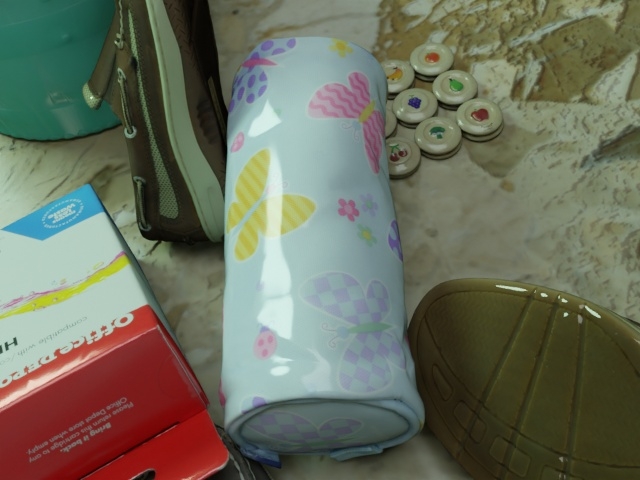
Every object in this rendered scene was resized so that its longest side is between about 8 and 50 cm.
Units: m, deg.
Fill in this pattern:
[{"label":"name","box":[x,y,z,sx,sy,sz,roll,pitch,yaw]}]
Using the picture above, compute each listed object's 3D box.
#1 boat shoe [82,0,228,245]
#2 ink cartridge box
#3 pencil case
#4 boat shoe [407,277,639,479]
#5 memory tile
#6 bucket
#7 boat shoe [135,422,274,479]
[{"label":"boat shoe","box":[-0.121,-0.113,0.564,0.095,0.258,0.095,-9,18,7]},{"label":"ink cartridge box","box":[-0.159,0.071,0.502,0.134,0.078,0.231,-30,38,-10]},{"label":"pencil case","box":[0.000,0.000,0.529,0.113,0.124,0.273,-24,56,33]},{"label":"boat shoe","box":[0.203,0.112,0.452,0.342,0.123,0.123,17,92,39]},{"label":"memory tile","box":[0.059,-0.100,0.657,0.148,0.012,0.113,-25,58,-7]},{"label":"bucket","box":[-0.233,-0.232,0.682,0.281,0.183,0.281,-4,58,6]},{"label":"boat shoe","box":[-0.054,0.223,0.406,0.116,0.097,0.324,-12,49,1]}]
